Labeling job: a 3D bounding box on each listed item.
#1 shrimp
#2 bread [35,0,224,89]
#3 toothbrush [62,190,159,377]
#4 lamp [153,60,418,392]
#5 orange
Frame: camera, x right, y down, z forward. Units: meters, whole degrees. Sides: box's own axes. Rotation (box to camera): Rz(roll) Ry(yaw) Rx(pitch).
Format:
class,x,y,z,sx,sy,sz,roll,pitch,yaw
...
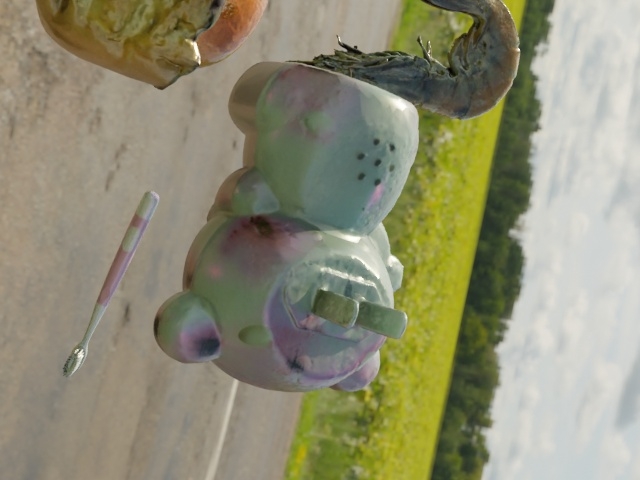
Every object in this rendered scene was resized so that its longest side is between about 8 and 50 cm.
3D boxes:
class,x,y,z,sx,sy,sz,roll,pitch,yaw
shrimp,0.109,-0.242,1.315,0.058,0.296,0.169,-116,-146,-68
bread,-0.218,-0.265,1.053,0.133,0.252,0.174,4,115,-52
toothbrush,-0.249,0.057,1.244,0.286,0.020,0.025,-60,180,28
lamp,0.000,0.000,0.993,0.247,0.247,0.301,18,89,-38
orange,-0.182,-0.356,1.526,0.170,0.224,0.224,39,57,-41
